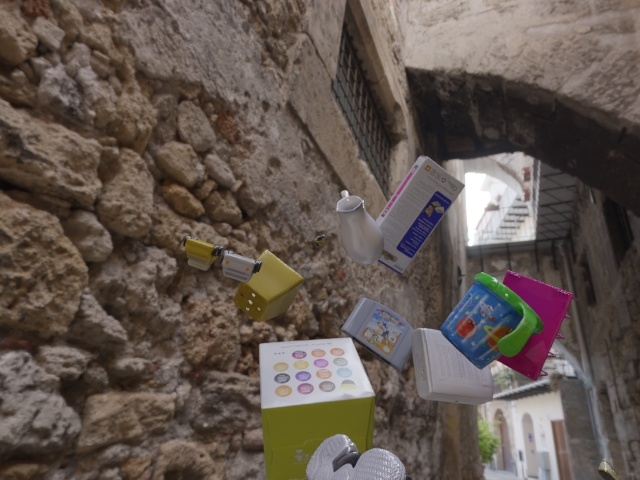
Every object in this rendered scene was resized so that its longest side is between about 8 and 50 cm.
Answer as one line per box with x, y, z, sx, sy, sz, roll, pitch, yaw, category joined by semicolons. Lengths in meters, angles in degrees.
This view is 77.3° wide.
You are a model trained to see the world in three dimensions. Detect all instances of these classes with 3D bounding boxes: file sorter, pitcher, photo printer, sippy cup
0.701;0.282;1.344;0.182;0.290;0.202;16;7;-45;file sorter
0.113;-0.044;1.228;0.126;0.177;0.207;-20;-62;7;pitcher
0.499;0.471;1.491;0.308;0.256;0.107;13;-36;-19;photo printer
0.498;0.255;1.216;0.224;0.240;0.305;-45;-30;3;sippy cup

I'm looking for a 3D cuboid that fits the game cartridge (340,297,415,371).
0.257;0.381;1.678;0.297;0.198;0.062;34;-22;4;game cartridge

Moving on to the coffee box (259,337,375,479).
-0.026;0.565;1.336;0.338;0.338;0.334;-3;18;-8;coffee box

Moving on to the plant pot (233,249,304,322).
-0.230;0.206;1.641;0.212;0.187;0.212;36;-52;11;plant pot

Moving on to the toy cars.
-0.296;0.063;1.171;0.394;0.087;0.176;15;-5;44;toy cars

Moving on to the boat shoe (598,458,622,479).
1.005;0.816;1.372;0.153;0.048;0.056;48;-36;-11;boat shoe

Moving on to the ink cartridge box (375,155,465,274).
0.304;-0.080;1.341;0.176;0.371;0.069;31;7;-19;ink cartridge box

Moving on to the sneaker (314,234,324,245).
0.000;0.000;1.607;0.031;0.035;0.083;-15;-9;-18;sneaker

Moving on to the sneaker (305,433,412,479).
0.082;0.430;0.686;0.153;0.101;0.268;48;-32;-6;sneaker
